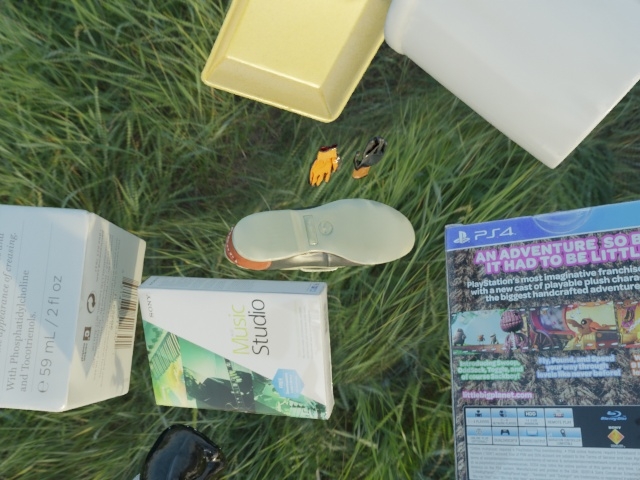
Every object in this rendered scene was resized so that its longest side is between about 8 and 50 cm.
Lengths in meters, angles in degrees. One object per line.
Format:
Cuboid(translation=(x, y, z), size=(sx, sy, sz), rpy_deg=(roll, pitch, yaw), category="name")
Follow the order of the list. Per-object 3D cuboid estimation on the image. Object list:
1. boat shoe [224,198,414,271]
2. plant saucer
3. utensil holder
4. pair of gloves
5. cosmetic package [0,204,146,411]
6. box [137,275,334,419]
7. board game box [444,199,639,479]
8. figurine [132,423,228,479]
Cuboid(translation=(0.000, 0.000, 0.442), size=(0.137, 0.043, 0.049), rpy_deg=(-4, 74, -20), category="boat shoe")
Cuboid(translation=(-0.044, -0.437, 1.293), size=(0.333, 0.332, 0.081), rpy_deg=(12, 39, -29), category="plant saucer")
Cuboid(translation=(0.361, -0.363, 1.077), size=(0.385, 0.327, 0.327), rpy_deg=(42, 86, 10), category="utensil holder")
Cuboid(translation=(0.027, -0.079, 0.634), size=(0.083, 0.074, 0.010), rpy_deg=(-15, 67, -19), category="pair of gloves")
Cuboid(translation=(-0.573, 0.120, 1.136), size=(0.394, 0.327, 0.329), rpy_deg=(3, 82, 1), category="cosmetic package")
Cuboid(translation=(-0.142, 0.181, 1.056), size=(0.322, 0.058, 0.232), rpy_deg=(1, 109, 15), category="box")
Cuboid(translation=(0.258, 0.124, 0.601), size=(0.232, 0.141, 0.291), rpy_deg=(-8, 71, 28), category="board game box")
Cuboid(translation=(-0.230, 0.358, 0.748), size=(0.092, 0.209, 0.215), rpy_deg=(36, 126, 2), category="figurine")
